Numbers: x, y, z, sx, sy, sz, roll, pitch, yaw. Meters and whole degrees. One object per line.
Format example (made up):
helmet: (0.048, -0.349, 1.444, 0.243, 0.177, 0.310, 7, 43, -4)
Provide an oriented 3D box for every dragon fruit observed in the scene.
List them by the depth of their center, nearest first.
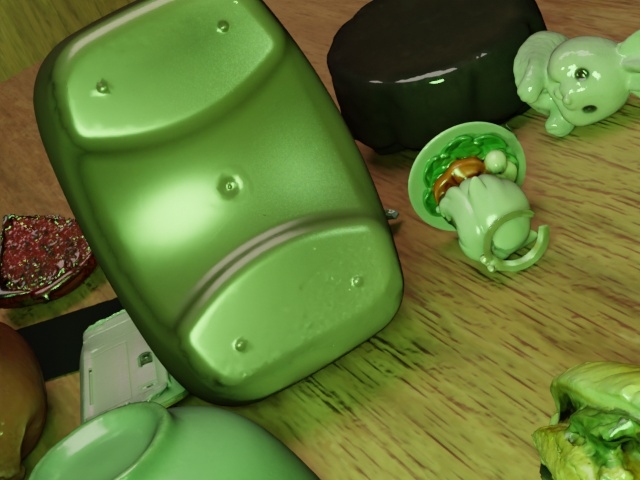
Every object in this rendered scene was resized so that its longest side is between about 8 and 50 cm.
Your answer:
dragon fruit: (-0.346, 0.037, 1.904, 0.161, 0.120, 0.127, 1, -17, 3)

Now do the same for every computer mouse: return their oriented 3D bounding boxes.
computer mouse: (-0.197, 0.140, 1.527, 0.126, 0.056, 0.245, -26, 22, 0)

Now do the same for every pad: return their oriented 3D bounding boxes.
pad: (-0.321, 0.127, 1.758, 0.243, 0.004, 0.163, -18, 25, 22)

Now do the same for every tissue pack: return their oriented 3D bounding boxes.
tissue pack: (-0.098, -0.047, 1.406, 0.267, 0.387, 0.277, -29, 5, -5)

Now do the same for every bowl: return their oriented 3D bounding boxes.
bowl: (-0.144, 0.224, 1.178, 0.289, 0.146, 0.289, -22, 24, 10)

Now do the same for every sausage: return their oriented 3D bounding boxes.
sausage: (-0.361, 0.165, 1.557, 0.148, 0.148, 0.254, -30, 20, -9)

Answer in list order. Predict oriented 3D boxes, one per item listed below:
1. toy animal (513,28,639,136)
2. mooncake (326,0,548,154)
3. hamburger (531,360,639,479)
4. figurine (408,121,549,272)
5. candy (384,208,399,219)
toy animal: (0.315, -0.176, 1.596, 0.131, 0.103, 0.221, -38, 24, -29)
mooncake: (0.149, -0.212, 1.809, 0.283, 0.141, 0.283, -17, 32, 11)
hamburger: (0.216, 0.138, 0.985, 0.135, 0.155, 0.207, -23, 15, -2)
figurine: (0.169, -0.033, 1.450, 0.132, 0.132, 0.153, -27, 35, 0)
candy: (0.000, 0.000, 1.632, 0.182, 0.046, 0.053, -25, 21, 9)
